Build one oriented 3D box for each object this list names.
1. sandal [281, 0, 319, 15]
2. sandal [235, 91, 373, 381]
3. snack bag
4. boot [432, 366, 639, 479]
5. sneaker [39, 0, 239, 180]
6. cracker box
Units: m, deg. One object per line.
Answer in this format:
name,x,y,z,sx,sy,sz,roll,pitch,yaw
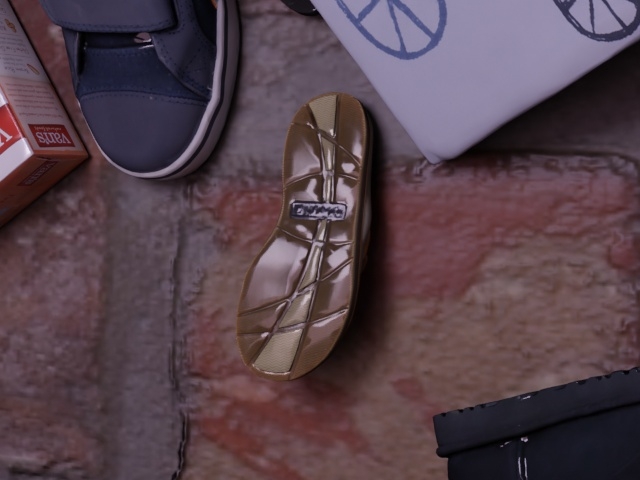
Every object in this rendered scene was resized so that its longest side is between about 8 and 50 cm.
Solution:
sandal,-0.006,-0.228,1.019,0.067,0.040,0.179,12,97,27
sandal,0.000,0.000,1.022,0.072,0.049,0.180,8,80,22
snack bag,0.059,-0.223,0.847,0.323,0.037,0.342,54,147,-4
boot,0.181,0.172,0.895,0.246,0.094,0.207,-19,79,34
sneaker,-0.130,-0.197,1.042,0.126,0.127,0.321,0,93,28
cracker box,-0.279,-0.112,1.155,0.156,0.067,0.232,-36,75,25
